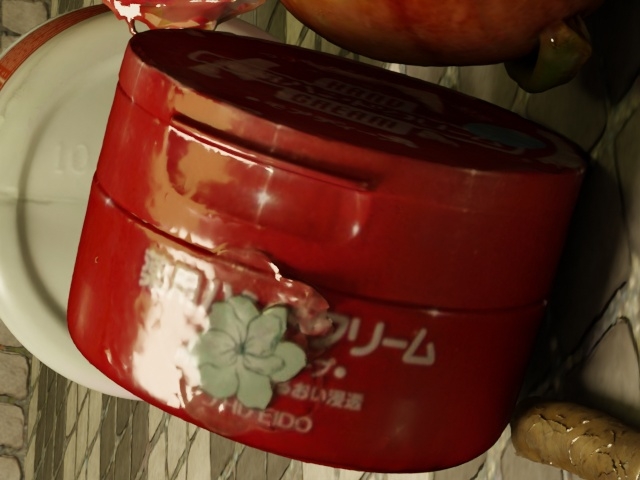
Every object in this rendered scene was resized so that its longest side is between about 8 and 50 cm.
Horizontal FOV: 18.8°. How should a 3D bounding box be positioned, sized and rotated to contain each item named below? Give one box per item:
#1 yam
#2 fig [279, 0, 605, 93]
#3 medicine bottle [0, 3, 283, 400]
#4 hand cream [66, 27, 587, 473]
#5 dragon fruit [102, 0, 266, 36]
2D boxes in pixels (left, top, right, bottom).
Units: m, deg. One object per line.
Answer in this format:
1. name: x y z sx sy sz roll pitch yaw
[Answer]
1. yam: 0.114 0.086 0.807 0.145 0.032 0.032 -168 86 -74
2. fig: 0.062 -0.157 0.863 0.205 0.205 0.205 -172 90 -75
3. medicine bottle: -0.119 -0.035 1.304 0.241 0.252 0.252 -148 67 -74
4. hand cream: 0.000 0.000 0.897 0.230 0.230 0.149 -120 43 -67
5. dragon fruit: -0.075 -0.273 1.021 0.249 0.371 0.386 -93 8 -61
